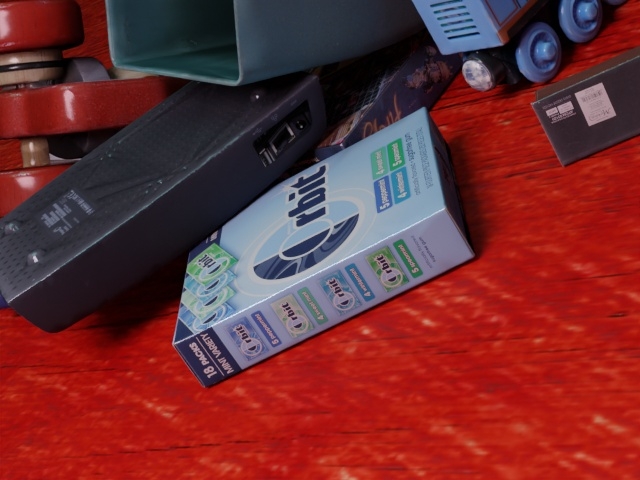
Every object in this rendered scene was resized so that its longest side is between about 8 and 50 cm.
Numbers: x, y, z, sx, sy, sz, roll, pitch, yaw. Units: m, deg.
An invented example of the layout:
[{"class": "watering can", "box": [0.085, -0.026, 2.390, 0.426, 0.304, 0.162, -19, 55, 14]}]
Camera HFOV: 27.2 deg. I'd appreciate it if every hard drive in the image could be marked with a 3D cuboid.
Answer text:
[{"class": "hard drive", "box": [-0.121, -0.038, 0.939, 0.255, 0.054, 0.172, -38, 26, -11]}]

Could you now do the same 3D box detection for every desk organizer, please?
[{"class": "desk organizer", "box": [0.195, -0.098, 0.789, 0.130, 0.047, 0.050, -23, 23, 19]}]

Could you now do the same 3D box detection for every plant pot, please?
[{"class": "plant pot", "box": [-0.017, -0.214, 0.959, 0.234, 0.165, 0.166, -14, 19, -38]}]

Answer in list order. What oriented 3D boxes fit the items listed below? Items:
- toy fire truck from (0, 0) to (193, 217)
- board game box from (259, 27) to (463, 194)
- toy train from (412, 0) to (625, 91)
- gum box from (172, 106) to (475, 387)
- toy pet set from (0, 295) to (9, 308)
[{"class": "toy fire truck", "box": [-0.205, -0.118, 1.159, 0.254, 0.169, 0.302, -12, 7, -36]}, {"class": "board game box", "box": [0.022, -0.117, 1.035, 0.165, 0.042, 0.243, -8, 33, 43]}, {"class": "toy train", "box": [0.150, -0.185, 0.934, 0.184, 0.105, 0.080, -45, 27, -27]}, {"class": "gum box", "box": [0.000, 0.000, 0.840, 0.184, 0.041, 0.157, -27, 24, 13]}, {"class": "toy pet set", "box": [-0.206, 0.021, 1.054, 0.114, 0.065, 0.122, -4, 14, -29]}]
